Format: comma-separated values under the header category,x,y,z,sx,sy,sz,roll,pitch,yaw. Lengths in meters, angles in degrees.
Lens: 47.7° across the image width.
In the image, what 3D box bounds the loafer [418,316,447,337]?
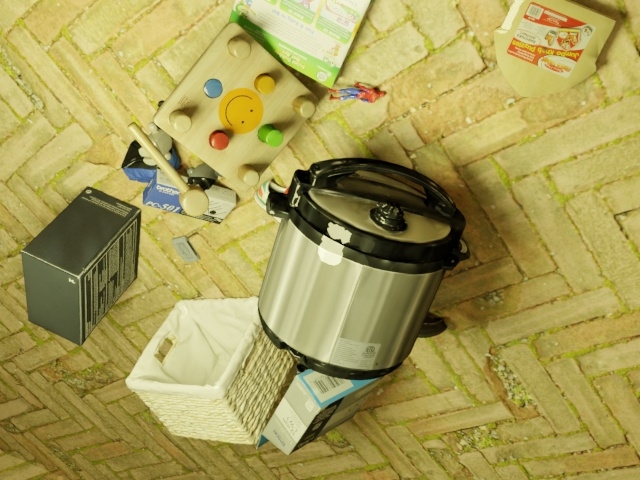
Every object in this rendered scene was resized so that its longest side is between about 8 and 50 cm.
category,x,y,z,sx,sy,sz,roll,pitch,yaw
loafer,0.208,0.199,1.812,0.219,0.080,0.079,1,91,-2

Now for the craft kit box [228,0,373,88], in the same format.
category,x,y,z,sx,sy,sz,roll,pitch,yaw
craft kit box,-0.036,-0.455,1.397,0.249,0.061,0.247,29,132,0

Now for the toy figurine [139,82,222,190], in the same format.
category,x,y,z,sx,sy,sz,roll,pitch,yaw
toy figurine,-0.287,-0.232,1.653,0.213,0.148,0.209,33,140,-8

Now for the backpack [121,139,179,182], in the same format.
category,x,y,z,sx,sy,sz,roll,pitch,yaw
backpack,-0.406,-0.190,1.775,0.120,0.098,0.101,2,153,17

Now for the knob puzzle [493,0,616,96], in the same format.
category,x,y,z,sx,sy,sz,roll,pitch,yaw
knob puzzle,0.403,-0.345,1.299,0.213,0.030,0.213,13,132,14

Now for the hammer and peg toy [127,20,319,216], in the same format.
category,x,y,z,sx,sy,sz,roll,pitch,yaw
hammer and peg toy,-0.203,-0.225,1.463,0.266,0.127,0.361,39,93,-31

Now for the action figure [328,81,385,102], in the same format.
category,x,y,z,sx,sy,sz,roll,pitch,yaw
action figure,0.076,-0.303,1.492,0.115,0.030,0.038,7,137,13

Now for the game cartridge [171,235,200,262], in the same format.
category,x,y,z,sx,sy,sz,roll,pitch,yaw
game cartridge,-0.374,0.024,1.998,0.055,0.017,0.083,-11,123,28

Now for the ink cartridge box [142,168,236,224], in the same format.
category,x,y,z,sx,sy,sz,roll,pitch,yaw
ink cartridge box,-0.320,-0.105,1.775,0.207,0.046,0.097,16,141,-29

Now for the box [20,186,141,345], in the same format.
category,x,y,z,sx,sy,sz,roll,pitch,yaw
box,-0.644,0.067,1.968,0.182,0.294,0.296,23,134,6

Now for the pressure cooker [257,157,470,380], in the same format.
category,x,y,z,sx,sy,sz,roll,pitch,yaw
pressure cooker,0.087,0.031,1.518,0.375,0.369,0.421,35,122,31

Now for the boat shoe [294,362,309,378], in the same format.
category,x,y,z,sx,sy,sz,roll,pitch,yaw
boat shoe,0.027,0.401,2.098,0.228,0.080,0.076,14,135,24

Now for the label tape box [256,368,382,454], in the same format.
category,x,y,z,sx,sy,sz,roll,pitch,yaw
label tape box,-0.003,0.448,1.919,0.115,0.249,0.348,48,134,25

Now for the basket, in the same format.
category,x,y,z,sx,sy,sz,roll,pitch,yaw
basket,-0.292,0.362,2.037,0.331,0.328,0.267,-4,130,30

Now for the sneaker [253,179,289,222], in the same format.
category,x,y,z,sx,sy,sz,roll,pitch,yaw
sneaker,-0.081,-0.084,1.735,0.161,0.057,0.075,37,140,-4
